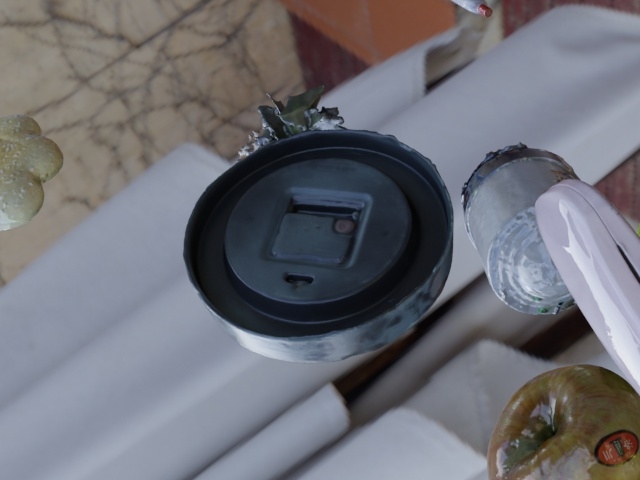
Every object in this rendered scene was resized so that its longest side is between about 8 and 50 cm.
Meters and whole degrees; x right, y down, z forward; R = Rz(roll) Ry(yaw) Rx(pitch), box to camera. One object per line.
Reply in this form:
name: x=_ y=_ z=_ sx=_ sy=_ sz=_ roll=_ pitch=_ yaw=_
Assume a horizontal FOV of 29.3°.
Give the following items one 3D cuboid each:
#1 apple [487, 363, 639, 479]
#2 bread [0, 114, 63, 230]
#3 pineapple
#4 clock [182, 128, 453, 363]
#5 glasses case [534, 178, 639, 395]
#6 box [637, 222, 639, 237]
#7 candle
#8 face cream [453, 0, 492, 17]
apple: x=0.350 y=0.303 z=1.685 sx=0.194 sy=0.261 sz=0.261 roll=44 pitch=170 yaw=-29
bread: x=-0.377 y=-0.065 z=1.328 sx=0.182 sy=0.251 sz=0.039 roll=-3 pitch=128 yaw=15
pineapple: x=-0.036 y=-0.123 z=1.775 sx=0.169 sy=0.169 sz=0.340 roll=53 pitch=166 yaw=2
clock: x=0.000 y=0.000 z=1.461 sx=0.325 sy=0.325 sz=0.067 roll=41 pitch=159 yaw=36
glasses case: x=0.321 y=0.068 z=1.267 sx=0.297 sy=0.075 sz=0.113 roll=57 pitch=167 yaw=-3
box: x=0.552 y=0.052 z=1.838 sx=0.335 sy=0.187 sz=0.047 roll=90 pitch=170 yaw=-46
candle: x=0.311 y=0.003 z=1.706 sx=0.330 sy=0.187 sz=0.187 roll=-99 pitch=-17 yaw=-63
face cream: x=0.204 y=-0.324 z=1.661 sx=0.083 sy=0.040 sz=0.021 roll=45 pitch=122 yaw=46
